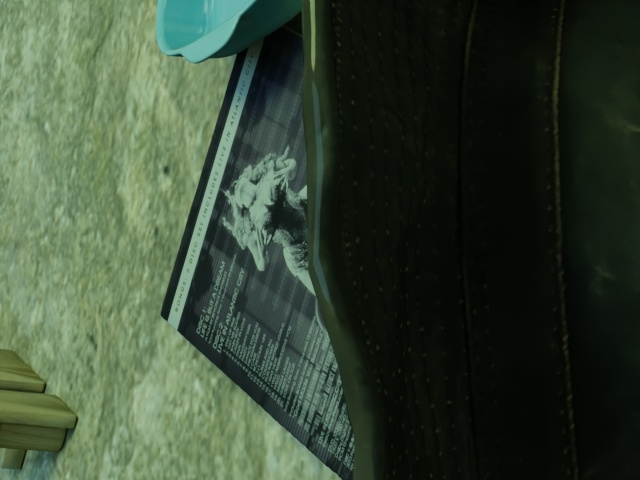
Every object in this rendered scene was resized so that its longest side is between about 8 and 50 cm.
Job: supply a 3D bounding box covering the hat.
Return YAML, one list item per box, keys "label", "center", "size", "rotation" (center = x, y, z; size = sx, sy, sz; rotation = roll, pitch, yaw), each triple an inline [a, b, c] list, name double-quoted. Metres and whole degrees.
- label: "hat"
  center: [0.098, 0.013, 0.461]
  size: [0.133, 0.331, 0.331]
  rotation: [1, 81, 17]

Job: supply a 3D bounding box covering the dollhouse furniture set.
- label: "dollhouse furniture set"
  center: [-0.225, 0.152, 0.961]
  size: [0.144, 0.123, 0.151]
  rotation: [29, 106, 55]

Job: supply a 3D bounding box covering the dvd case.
- label: "dvd case"
  center: [0.000, 0.000, 0.760]
  size: [0.221, 0.018, 0.165]
  rotation: [34, 110, 54]

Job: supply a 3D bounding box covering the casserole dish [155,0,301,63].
- label: "casserole dish"
  center: [-0.031, -0.168, 0.815]
  size: [0.114, 0.037, 0.188]
  rotation: [-23, 54, 51]
